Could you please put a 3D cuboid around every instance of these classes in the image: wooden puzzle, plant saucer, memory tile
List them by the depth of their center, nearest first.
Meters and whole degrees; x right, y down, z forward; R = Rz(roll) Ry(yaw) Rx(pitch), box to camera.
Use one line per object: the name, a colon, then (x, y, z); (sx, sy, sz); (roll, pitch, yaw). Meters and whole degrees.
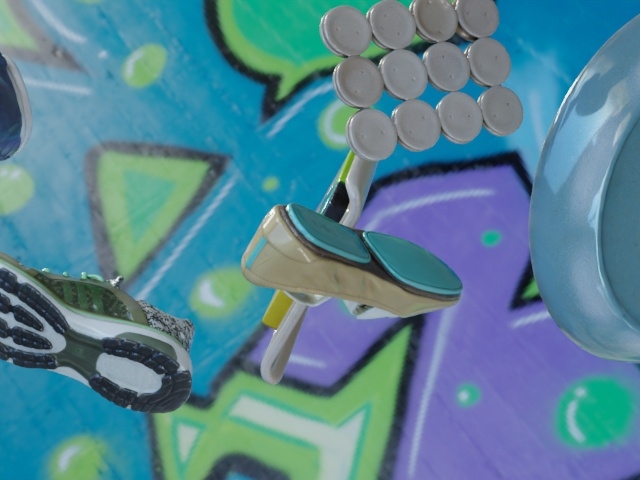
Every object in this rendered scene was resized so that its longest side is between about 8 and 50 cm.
memory tile: (0.073, -0.119, 0.812); (0.012, 0.148, 0.113); (-22, 81, 64)
plant saucer: (0.307, -0.040, 0.925); (0.043, 0.317, 0.317); (34, 160, 57)
wooden puzzle: (0.000, 0.000, 1.172); (0.044, 0.239, 0.221); (24, -153, -1)

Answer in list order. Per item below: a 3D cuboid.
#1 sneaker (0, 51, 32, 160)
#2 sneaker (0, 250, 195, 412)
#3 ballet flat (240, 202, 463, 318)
sneaker: (-0.462, -0.217, 1.312); (0.323, 0.130, 0.236); (49, -171, 8)
sneaker: (-0.366, 0.108, 1.728); (0.410, 0.158, 0.182); (29, -151, -5)
ballet flat: (0.025, 0.026, 0.943); (0.232, 0.073, 0.080); (21, -151, -44)
